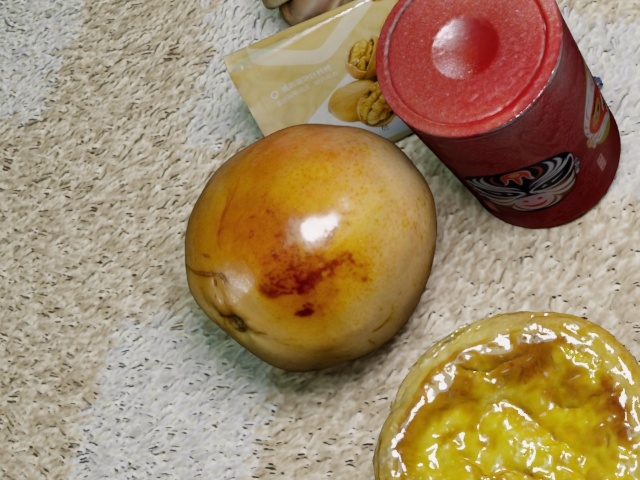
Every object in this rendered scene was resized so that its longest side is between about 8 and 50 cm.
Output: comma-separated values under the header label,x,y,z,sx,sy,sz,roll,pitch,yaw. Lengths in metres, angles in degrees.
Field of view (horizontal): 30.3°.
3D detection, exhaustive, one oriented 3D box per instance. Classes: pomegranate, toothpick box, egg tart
label,x,y,z,sx,sy,sz,roll,pitch,yaw
pomegranate,0.000,0.000,1.409,0.319,0.319,0.319,-7,66,16
toothpick box,0.214,-0.154,1.348,0.204,0.333,0.204,-7,71,22
egg tart,0.226,0.246,1.303,0.341,0.129,0.341,-6,65,14

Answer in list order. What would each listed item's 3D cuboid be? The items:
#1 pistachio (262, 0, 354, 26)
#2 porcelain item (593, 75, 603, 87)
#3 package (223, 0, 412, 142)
label,x,y,z,sx,sy,sz,roll,pitch,yaw
pistachio,0.025,-0.420,1.633,0.293,0.162,0.181,-54,26,-11
porcelain item,0.333,-0.181,1.510,0.136,0.021,0.075,40,85,28
package,0.046,-0.248,1.558,0.311,0.221,0.165,-25,42,6
